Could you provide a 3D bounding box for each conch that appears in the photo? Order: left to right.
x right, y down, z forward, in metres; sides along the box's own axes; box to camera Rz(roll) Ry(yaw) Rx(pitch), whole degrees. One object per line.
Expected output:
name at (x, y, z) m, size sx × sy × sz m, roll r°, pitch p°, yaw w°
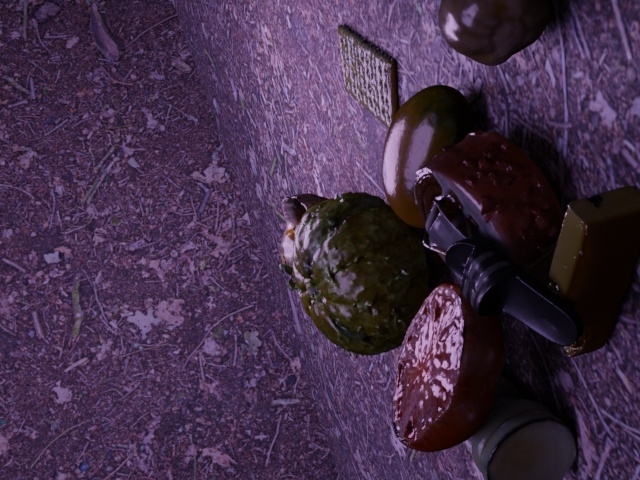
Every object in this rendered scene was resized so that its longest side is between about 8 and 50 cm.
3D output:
conch at (0.013, -0.003, 1.715) m, size 0.291 × 0.159 × 0.210 m, roll 9°, pitch 106°, yaw 63°

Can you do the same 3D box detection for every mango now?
mango at (0.152, -0.120, 1.113) m, size 0.151 × 0.121 × 0.221 m, roll -122°, pitch 28°, yaw -51°

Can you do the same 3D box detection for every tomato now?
tomato at (0.183, 0.181, 1.091) m, size 0.237 × 0.095 × 0.236 m, roll -162°, pitch 90°, yaw -79°

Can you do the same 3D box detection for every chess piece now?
chess piece at (0.252, 0.252, 1.158) m, size 0.243 × 0.133 × 0.133 m, roll -126°, pitch 23°, yaw -65°

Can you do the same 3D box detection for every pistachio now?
pistachio at (0.182, -0.255, 0.869) m, size 0.185 × 0.108 × 0.126 m, roll -123°, pitch 26°, yaw -75°

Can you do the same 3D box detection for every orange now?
orange at (0.076, 0.047, 1.390) m, size 0.300 × 0.223 × 0.301 m, roll 54°, pitch 156°, yaw 25°

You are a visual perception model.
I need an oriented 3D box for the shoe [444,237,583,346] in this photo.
shoe at (0.195, 0.060, 0.858) m, size 0.179 × 0.049 × 0.071 m, roll 37°, pitch 146°, yaw 33°

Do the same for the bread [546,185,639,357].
bread at (0.287, 0.044, 0.849) m, size 0.226 × 0.088 × 0.049 m, roll 90°, pitch 157°, yaw -44°

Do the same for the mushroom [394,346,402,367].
mushroom at (0.182, 0.233, 1.506) m, size 0.083 × 0.067 × 0.083 m, roll 43°, pitch -172°, yaw -7°

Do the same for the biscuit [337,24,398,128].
biscuit at (0.082, -0.289, 1.396) m, size 0.231 × 0.016 × 0.139 m, roll -125°, pitch 22°, yaw -52°

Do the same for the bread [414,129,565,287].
bread at (0.212, -0.027, 0.973) m, size 0.211 × 0.142 × 0.224 m, roll 64°, pitch 166°, yaw -20°
